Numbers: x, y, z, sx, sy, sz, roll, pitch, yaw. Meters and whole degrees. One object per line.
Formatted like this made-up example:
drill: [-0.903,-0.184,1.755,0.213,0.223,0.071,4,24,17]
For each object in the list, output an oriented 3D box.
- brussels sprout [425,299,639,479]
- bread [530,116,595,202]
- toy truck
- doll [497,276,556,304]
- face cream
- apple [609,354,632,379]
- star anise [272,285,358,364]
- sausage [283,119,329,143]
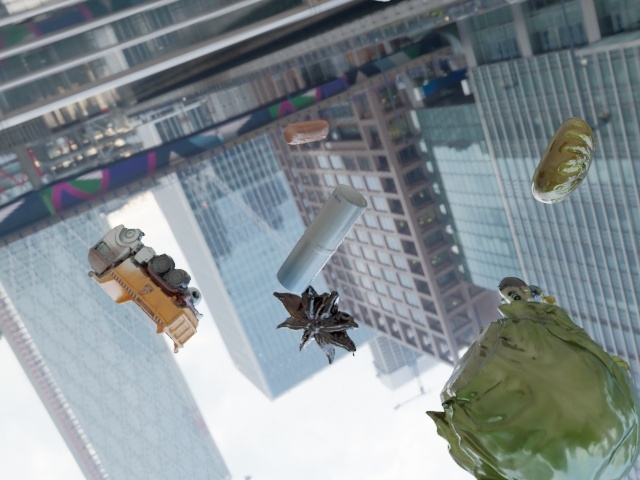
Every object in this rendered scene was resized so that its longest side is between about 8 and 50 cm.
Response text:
brussels sprout: [0.438,0.335,1.239,0.342,0.361,0.425,-61,167,29]
bread: [0.549,-0.176,1.402,0.104,0.213,0.213,26,-142,20]
toy truck: [-0.339,0.087,1.219,0.270,0.114,0.135,37,-111,28]
doll: [0.541,0.150,1.658,0.102,0.179,0.089,-49,-155,46]
face cream: [0.000,0.000,1.309,0.250,0.077,0.077,-53,-178,27]
apple: [0.736,0.403,1.774,0.246,0.246,0.226,-27,-158,-20]
star anise: [-0.001,0.201,1.647,0.272,0.272,0.102,-7,-154,38]
sausage: [-0.021,-0.174,1.000,0.083,0.034,0.034,-18,-168,-40]
